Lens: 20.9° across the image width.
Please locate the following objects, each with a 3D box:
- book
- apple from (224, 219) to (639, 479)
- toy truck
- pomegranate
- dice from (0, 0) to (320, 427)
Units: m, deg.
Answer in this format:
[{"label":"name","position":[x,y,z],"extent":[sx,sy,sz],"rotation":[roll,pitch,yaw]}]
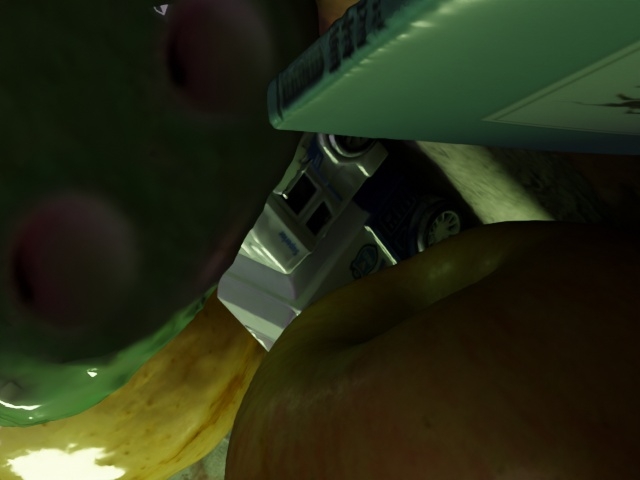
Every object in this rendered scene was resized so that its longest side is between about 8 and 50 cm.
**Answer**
[{"label":"book","position":[0.147,-0.071,0.608],"extent":[0.264,0.031,0.379],"rotation":[4,173,-15]},{"label":"apple","position":[0.131,0.167,1.032],"extent":[0.346,0.391,0.391],"rotation":[58,159,-17]},{"label":"toy truck","position":[0.000,0.000,1.199],"extent":[0.124,0.155,0.268],"rotation":[23,161,42]},{"label":"pomegranate","position":[-0.237,0.073,1.461],"extent":[0.410,0.410,0.410],"rotation":[32,166,9]},{"label":"dice","position":[-0.213,-0.102,1.000],"extent":[0.330,0.322,0.318],"rotation":[41,164,-32]}]
